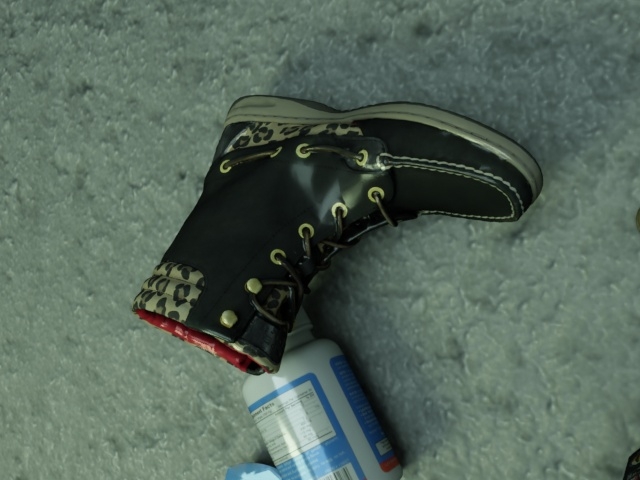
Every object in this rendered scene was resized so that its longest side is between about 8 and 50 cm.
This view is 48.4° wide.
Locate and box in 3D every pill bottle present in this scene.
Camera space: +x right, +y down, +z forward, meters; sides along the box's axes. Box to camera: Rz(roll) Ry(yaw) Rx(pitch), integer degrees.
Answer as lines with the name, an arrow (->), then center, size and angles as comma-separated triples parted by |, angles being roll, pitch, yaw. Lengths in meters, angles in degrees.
pill bottle -> -0.012, 0.186, 0.790 | 0.124, 0.124, 0.222 | -33, 74, 23

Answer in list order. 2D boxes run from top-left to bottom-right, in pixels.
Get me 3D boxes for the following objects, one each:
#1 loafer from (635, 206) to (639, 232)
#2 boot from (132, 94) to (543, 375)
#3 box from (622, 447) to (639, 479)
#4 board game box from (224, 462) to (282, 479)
loafer -> 0.363, -0.016, 0.640 | 0.147, 0.050, 0.056 | -2, 89, 27
boot -> 0.000, 0.000, 0.712 | 0.377, 0.138, 0.284 | 15, 66, 30
box -> 0.343, 0.295, 0.512 | 0.073, 0.295, 0.293 | -45, 72, 19
board game box -> -0.062, 0.348, 0.866 | 0.133, 0.033, 0.169 | 19, 103, 21
